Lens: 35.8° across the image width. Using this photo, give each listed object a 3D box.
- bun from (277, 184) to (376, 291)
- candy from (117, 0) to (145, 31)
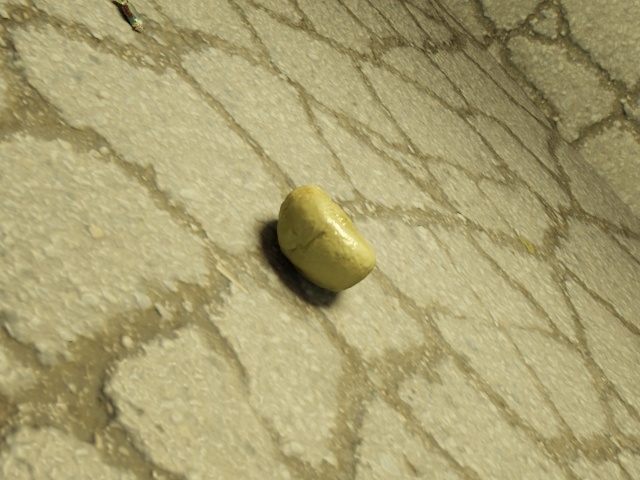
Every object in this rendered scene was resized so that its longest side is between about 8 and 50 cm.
[{"bbox_3d":[0.000,0.000,1.516,0.188,0.111,0.164,52,11,24],"label":"bun"},{"bbox_3d":[-0.333,-0.399,1.740,0.030,0.020,0.083,3,48,-51],"label":"candy"}]
